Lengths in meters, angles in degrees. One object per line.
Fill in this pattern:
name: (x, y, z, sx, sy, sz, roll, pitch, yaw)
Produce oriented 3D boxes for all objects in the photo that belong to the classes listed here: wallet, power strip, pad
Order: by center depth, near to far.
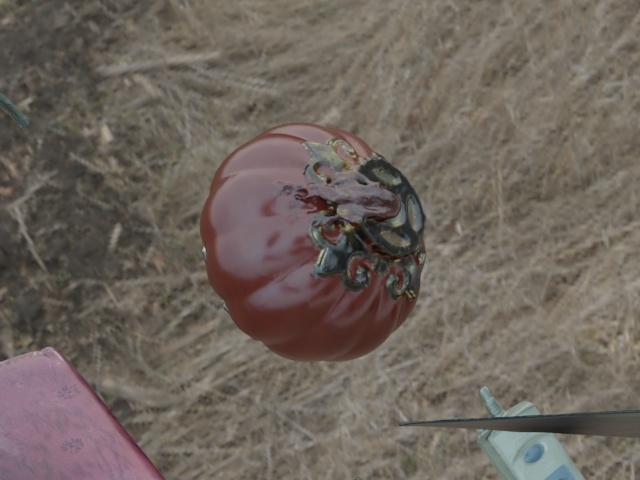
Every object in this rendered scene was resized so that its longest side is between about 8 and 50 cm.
pad: (0.177, 0.097, 0.613, 0.164, 0.243, 0.004, -11, 74, 41)
wallet: (-0.145, 0.147, 0.644, 0.119, 0.025, 0.232, -19, 43, -33)
power strip: (0.172, 0.186, 0.857, 0.048, 0.030, 0.191, -35, 90, -17)

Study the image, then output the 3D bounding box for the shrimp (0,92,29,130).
shrimp: (-0.225, -0.077, 0.557, 0.372, 0.172, 0.137, -66, 17, -3)

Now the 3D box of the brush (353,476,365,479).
brush: (0.014, 0.162, 0.464, 0.043, 0.036, 0.248, -24, 12, 2)

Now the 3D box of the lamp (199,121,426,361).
lamp: (0.000, 0.000, 1.067, 0.227, 0.226, 0.226, -11, 45, 11)
